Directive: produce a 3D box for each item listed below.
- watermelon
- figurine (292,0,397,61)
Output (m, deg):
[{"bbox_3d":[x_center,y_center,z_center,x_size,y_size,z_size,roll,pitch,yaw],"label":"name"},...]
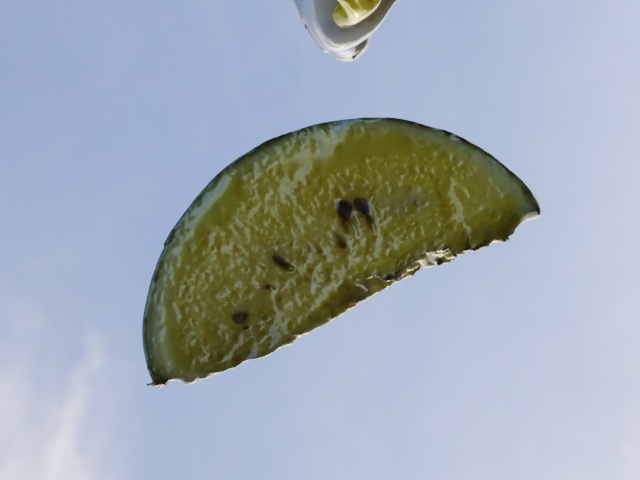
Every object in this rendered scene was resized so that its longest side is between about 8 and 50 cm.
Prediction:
[{"bbox_3d":[0.000,0.000,1.348,0.123,0.301,0.129,47,-159,-48],"label":"watermelon"},{"bbox_3d":[0.057,-0.210,1.478,0.178,0.129,0.109,-35,-72,-20],"label":"figurine"}]
